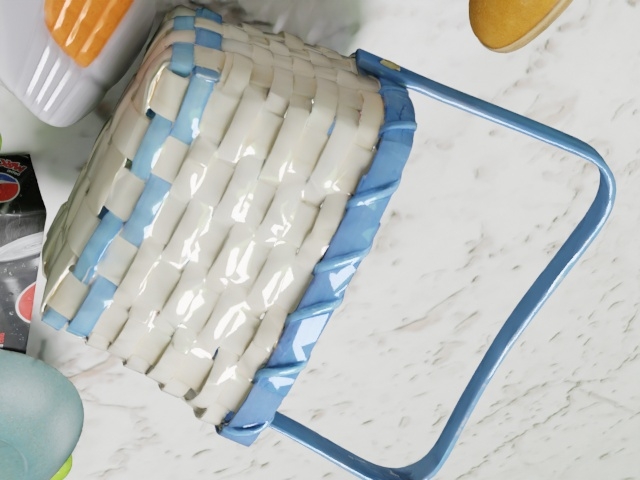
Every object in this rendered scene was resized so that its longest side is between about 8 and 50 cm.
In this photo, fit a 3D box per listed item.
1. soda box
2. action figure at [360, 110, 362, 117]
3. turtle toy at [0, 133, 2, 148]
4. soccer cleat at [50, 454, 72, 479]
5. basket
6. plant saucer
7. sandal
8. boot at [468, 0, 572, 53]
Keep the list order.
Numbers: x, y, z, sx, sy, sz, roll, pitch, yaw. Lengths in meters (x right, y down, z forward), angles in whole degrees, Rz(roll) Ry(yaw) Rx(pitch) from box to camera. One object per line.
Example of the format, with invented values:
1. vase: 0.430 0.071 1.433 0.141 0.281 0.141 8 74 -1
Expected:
1. soda box: -0.218 0.022 0.964 0.060 0.053 0.169 -5 139 -22
2. action figure: -0.018 -0.055 0.999 0.115 0.030 0.038 -34 146 16
3. turtle toy: -0.228 -0.069 0.838 0.095 0.066 0.130 -10 150 21
4. soccer cleat: -0.275 0.183 1.123 0.179 0.060 0.072 -1 139 -30
5. basket: 0.000 0.000 0.886 0.289 0.201 0.255 28 107 -11
6. plant saucer: -0.254 0.151 1.018 0.195 0.037 0.195 -14 139 -12
7. sandal: -0.169 -0.152 0.760 0.102 0.076 0.265 -50 154 -5
8. boot: 0.073 -0.240 0.778 0.211 0.104 0.295 6 129 -26
